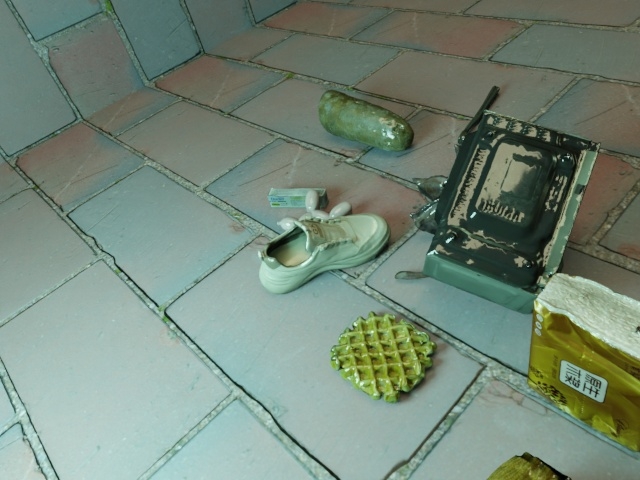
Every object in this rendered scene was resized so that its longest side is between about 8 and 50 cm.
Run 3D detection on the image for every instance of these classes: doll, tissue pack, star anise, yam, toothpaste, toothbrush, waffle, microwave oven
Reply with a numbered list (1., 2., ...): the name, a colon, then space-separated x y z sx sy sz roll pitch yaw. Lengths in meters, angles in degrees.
1. doll: -0.018 -0.047 1.200 0.160 0.059 0.160 21 60 17
2. tissue pack: 0.396 0.170 0.696 0.183 0.226 0.092 27 59 39
3. star anise: 0.319 -0.073 1.077 0.359 0.139 0.316 -19 44 19
4. yam: 0.132 -0.344 1.442 0.330 0.133 0.133 30 59 35
5. toothpaste: -0.060 -0.113 1.305 0.164 0.046 0.034 2 46 21
6. toothbrush: 0.463 -0.366 1.415 0.030 0.030 0.297 21 53 25
7. waffle: 0.113 0.206 0.901 0.183 0.036 0.169 27 55 37
8. microwave oven: 0.334 -0.050 0.884 0.237 0.181 0.295 22 79 14

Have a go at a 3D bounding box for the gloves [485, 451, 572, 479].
1. gloves: 0.204 0.411 0.553 0.356 0.155 0.203 -29 47 -36

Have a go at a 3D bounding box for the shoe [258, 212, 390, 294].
1. shoe: 0.000 0.000 1.059 0.316 0.159 0.124 -27 59 -4
